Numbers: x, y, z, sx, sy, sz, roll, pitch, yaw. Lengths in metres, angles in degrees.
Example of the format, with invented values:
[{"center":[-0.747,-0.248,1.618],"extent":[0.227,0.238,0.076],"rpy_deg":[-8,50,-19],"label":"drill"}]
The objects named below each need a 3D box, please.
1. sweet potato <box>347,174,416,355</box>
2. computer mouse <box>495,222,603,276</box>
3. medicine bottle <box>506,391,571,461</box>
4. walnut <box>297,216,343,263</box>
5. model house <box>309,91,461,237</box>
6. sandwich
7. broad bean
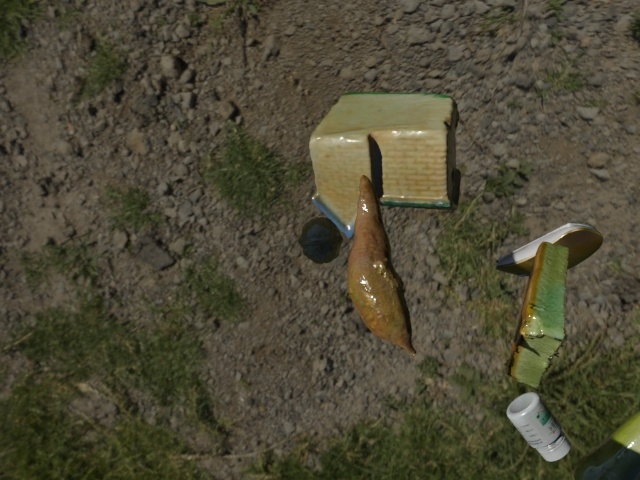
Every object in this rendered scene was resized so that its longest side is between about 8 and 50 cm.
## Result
[{"center":[0.057,0.026,0.716],"extent":[0.068,0.068,0.226],"rpy_deg":[-21,69,24],"label":"sweet potato"},{"center":[0.491,0.034,1.344],"extent":[0.126,0.056,0.245],"rpy_deg":[12,153,-26],"label":"computer mouse"},{"center":[0.461,0.393,1.304],"extent":[0.080,0.080,0.130],"rpy_deg":[-37,93,26],"label":"medicine bottle"},{"center":[0.000,0.000,1.106],"extent":[0.092,0.092,0.092],"rpy_deg":[6,111,16],"label":"walnut"},{"center":[0.202,-0.210,1.779],"extent":[0.382,0.334,0.342],"rpy_deg":[3,125,20],"label":"model house"},{"center":[0.337,0.090,0.945],"extent":[0.063,0.212,0.245],"rpy_deg":[13,155,16],"label":"sandwich"},{"center":[0.444,0.318,0.893],"extent":[0.174,0.124,0.082],"rpy_deg":[-45,55,12],"label":"broad bean"}]
